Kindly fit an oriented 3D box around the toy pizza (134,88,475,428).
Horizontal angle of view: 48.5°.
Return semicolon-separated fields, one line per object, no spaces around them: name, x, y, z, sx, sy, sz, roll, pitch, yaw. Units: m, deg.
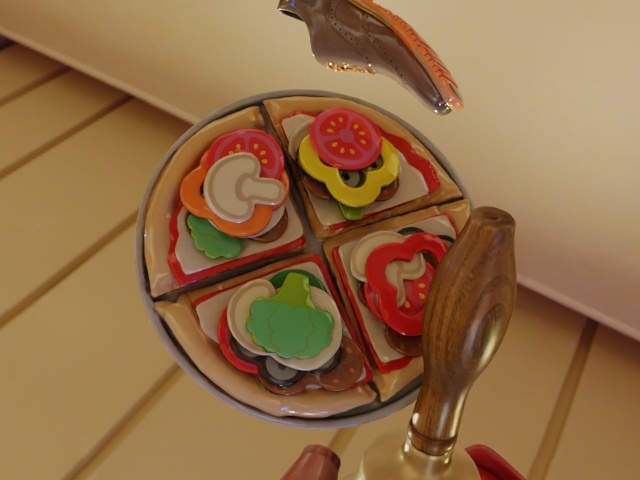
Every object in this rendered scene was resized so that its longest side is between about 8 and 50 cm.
toy pizza;0.000;0.000;0.393;0.201;0.032;0.201;3;-110;-10

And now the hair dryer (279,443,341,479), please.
hair dryer;-0.007;0.316;0.571;0.223;0.080;0.294;22;-121;-51

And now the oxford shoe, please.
oxford shoe;0.073;-0.295;1.092;0.364;0.133;0.130;50;-164;24

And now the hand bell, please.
hand bell;0.061;0.092;0.363;0.126;0.242;0.126;6;-147;-4

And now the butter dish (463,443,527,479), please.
butter dish;0.151;0.312;0.704;0.160;0.160;0.118;44;-153;-10
